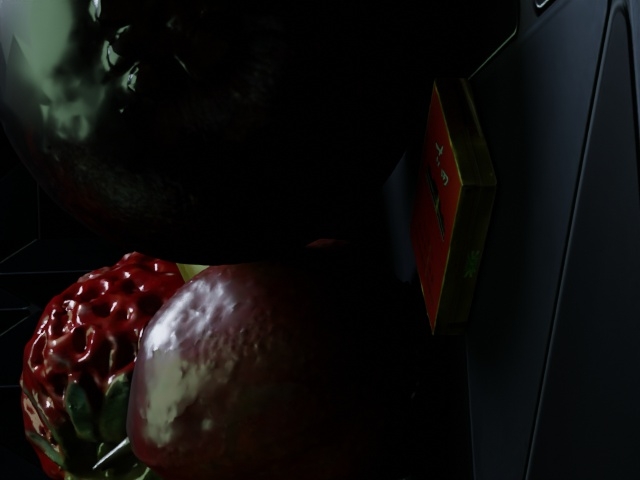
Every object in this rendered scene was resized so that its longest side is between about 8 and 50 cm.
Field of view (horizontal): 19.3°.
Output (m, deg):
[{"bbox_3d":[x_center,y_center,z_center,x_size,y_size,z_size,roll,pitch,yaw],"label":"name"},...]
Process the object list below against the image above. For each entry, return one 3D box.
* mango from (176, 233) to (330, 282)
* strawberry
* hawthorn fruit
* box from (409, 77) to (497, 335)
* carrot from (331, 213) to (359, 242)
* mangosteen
[{"bbox_3d":[-0.056,-0.002,1.444,0.156,0.114,0.251,42,-145,-57],"label":"mango"},{"bbox_3d":[-0.175,0.134,2.074,0.317,0.295,0.345,54,-152,-25],"label":"strawberry"},{"bbox_3d":[-0.040,0.101,1.280,0.189,0.251,0.189,-20,-90,-76],"label":"hawthorn fruit"},{"bbox_3d":[0.077,-0.018,1.114,0.133,0.023,0.090,97,166,-48],"label":"box"},{"bbox_3d":[0.000,0.000,1.573,0.224,0.057,0.057,150,118,-74],"label":"carrot"},{"bbox_3d":[-0.065,-0.130,1.207,0.293,0.297,0.297,7,-100,-63],"label":"mangosteen"}]
